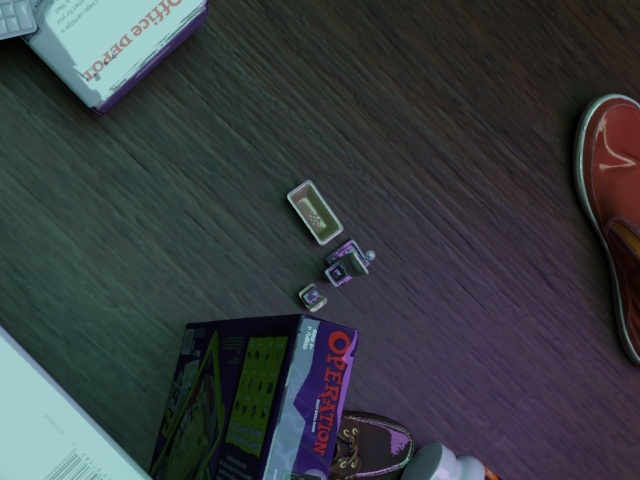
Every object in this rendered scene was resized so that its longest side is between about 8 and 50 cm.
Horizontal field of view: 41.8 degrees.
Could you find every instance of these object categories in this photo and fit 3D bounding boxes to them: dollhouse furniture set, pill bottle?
[{"bbox_3d":[0.000,0.000,0.845,0.091,0.081,0.114,-36,95,-19],"label":"dollhouse furniture set"},{"bbox_3d":[0.159,0.277,0.860,0.152,0.086,0.086,40,73,-10],"label":"pill bottle"}]

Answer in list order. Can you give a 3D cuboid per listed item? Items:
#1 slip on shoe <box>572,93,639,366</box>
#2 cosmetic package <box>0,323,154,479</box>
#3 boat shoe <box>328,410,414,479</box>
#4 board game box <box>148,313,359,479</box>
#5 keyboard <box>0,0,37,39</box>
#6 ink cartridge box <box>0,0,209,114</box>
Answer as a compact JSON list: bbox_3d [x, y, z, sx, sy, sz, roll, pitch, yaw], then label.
[{"bbox_3d":[0.381,-0.013,0.966,0.123,0.101,0.331,-10,85,-18],"label":"slip on shoe"},{"bbox_3d":[-0.294,0.076,0.631,0.097,0.284,0.377,-45,97,-17],"label":"cosmetic package"},{"bbox_3d":[0.003,0.205,0.826,0.207,0.073,0.073,4,81,-19],"label":"boat shoe"},{"bbox_3d":[-0.076,0.166,0.658,0.056,0.347,0.208,21,77,-17],"label":"board game box"},{"bbox_3d":[-0.380,-0.190,0.728,0.256,0.014,0.072,-12,99,1],"label":"keyboard"},{"bbox_3d":[-0.227,-0.242,0.784,0.153,0.087,0.208,-43,97,-3],"label":"ink cartridge box"}]
